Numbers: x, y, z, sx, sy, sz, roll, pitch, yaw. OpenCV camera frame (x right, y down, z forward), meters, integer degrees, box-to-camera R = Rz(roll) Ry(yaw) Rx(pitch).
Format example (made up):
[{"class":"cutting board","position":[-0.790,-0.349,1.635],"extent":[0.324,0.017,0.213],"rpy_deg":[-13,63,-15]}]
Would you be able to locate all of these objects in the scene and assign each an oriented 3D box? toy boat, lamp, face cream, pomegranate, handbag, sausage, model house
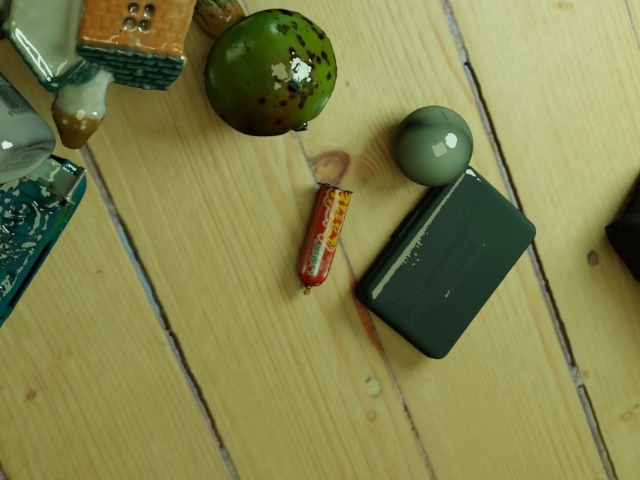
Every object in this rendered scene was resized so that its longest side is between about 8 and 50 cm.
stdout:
[{"class":"toy boat","position":[-0.383,0.022,1.404],"extent":[0.134,0.092,0.299],"rpy_deg":[33,86,-26]},{"class":"lamp","position":[0.142,-0.119,1.567],"extent":[0.105,0.105,0.105],"rpy_deg":[-4,101,-20]},{"class":"face cream","position":[-0.425,-0.202,1.292],"extent":[0.080,0.163,0.337],"rpy_deg":[-44,88,13]},{"class":"pomegranate","position":[-0.073,-0.214,1.453],"extent":[0.159,0.159,0.205],"rpy_deg":[-39,86,-10]},{"class":"handbag","position":[0.508,-0.001,1.700],"extent":[0.169,0.155,0.215],"rpy_deg":[-48,111,-21]},{"class":"sausage","position":[0.000,0.000,1.567],"extent":[0.050,0.048,0.145],"rpy_deg":[8,100,-60]},{"class":"model house","position":[-0.262,-0.257,1.375],"extent":[0.271,0.190,0.301],"rpy_deg":[5,113,-25]}]

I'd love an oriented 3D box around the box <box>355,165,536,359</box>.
[{"class":"box","position":[0.168,0.028,1.631],"extent":[0.160,0.050,0.230],"rpy_deg":[40,84,-21]}]
